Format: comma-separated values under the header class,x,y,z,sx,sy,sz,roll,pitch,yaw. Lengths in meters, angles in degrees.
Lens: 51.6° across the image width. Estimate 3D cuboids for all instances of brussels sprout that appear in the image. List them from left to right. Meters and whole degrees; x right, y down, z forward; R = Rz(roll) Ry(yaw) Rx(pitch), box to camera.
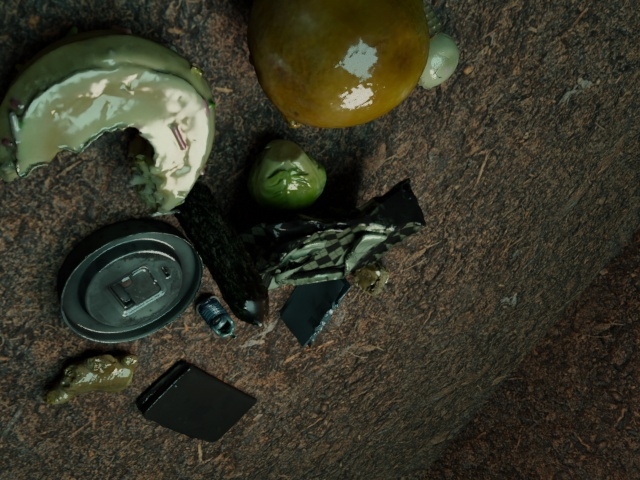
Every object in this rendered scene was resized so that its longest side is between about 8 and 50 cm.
class,x,y,z,sx,sy,sz,roll,pitch,yaw
brussels sprout,-0.076,-0.129,1.413,0.180,0.161,0.144,64,40,-50

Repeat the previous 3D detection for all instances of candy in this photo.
class,x,y,z,sx,sy,sz,roll,pitch,yaw
candy,0.145,0.106,1.866,0.095,0.085,0.110,-55,149,9

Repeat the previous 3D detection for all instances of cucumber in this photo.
class,x,y,z,sx,sy,sz,roll,pitch,yaw
cucumber,-0.194,0.026,1.301,0.096,0.359,0.096,-21,140,-18

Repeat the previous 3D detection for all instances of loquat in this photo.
class,x,y,z,sx,sy,sz,roll,pitch,yaw
loquat,0.031,-0.356,1.156,0.328,0.328,0.328,-22,138,-21

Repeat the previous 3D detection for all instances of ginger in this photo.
class,x,y,z,sx,sy,sz,roll,pitch,yaw
ginger,-0.531,0.314,1.534,0.213,0.074,0.137,-7,131,-26

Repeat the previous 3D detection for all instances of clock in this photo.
class,x,y,z,sx,sy,sz,roll,pitch,yaw
clock,-0.407,0.090,1.424,0.312,0.061,0.312,-22,137,-21

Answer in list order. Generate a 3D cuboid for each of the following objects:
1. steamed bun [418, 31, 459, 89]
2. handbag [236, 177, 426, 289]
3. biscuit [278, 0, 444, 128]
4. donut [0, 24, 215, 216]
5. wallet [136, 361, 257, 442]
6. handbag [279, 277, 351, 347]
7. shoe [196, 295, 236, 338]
class,x,y,z,sx,sy,sz,roll,pitch,yaw
steamed bun,0.255,-0.401,1.465,0.112,0.091,0.130,-37,141,-7
handbag,0.000,0.000,1.491,0.416,0.180,0.317,-13,170,-29
biscuit,0.072,-0.363,1.353,0.379,0.094,0.054,-35,-177,-7
donut,-0.347,-0.208,1.121,0.371,0.150,0.307,14,117,-45
wallet,-0.334,0.462,1.845,0.197,0.051,0.377,-44,142,0
handbag,-0.013,0.160,1.740,0.057,0.144,0.221,16,117,-39
shoe,-0.256,0.192,1.635,0.064,0.071,0.143,-34,136,-8
